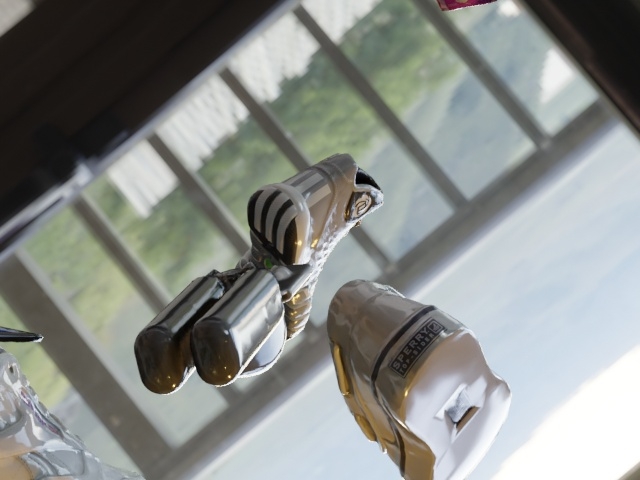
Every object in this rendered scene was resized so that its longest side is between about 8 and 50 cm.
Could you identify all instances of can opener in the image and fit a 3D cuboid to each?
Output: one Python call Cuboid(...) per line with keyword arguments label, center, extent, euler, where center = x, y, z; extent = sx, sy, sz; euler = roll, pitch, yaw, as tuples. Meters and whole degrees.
Cuboid(label="can opener", center=(-0.058, 0.071, 1.137), extent=(0.076, 0.095, 0.283), euler=(-9, -170, 11))

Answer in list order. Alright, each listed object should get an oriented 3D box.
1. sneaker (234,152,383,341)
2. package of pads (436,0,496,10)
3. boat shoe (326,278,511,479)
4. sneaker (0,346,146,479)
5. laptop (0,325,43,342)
Cuboid(label="sneaker", center=(0.000, 0.000, 1.421), extent=(0.132, 0.086, 0.229), euler=(-36, 163, -24))
Cuboid(label="package of pads", center=(0.116, -0.197, 1.140), extent=(0.050, 0.032, 0.083), euler=(-6, -147, 35))
Cuboid(label="boat shoe", center=(0.059, 0.101, 1.074), extent=(0.096, 0.088, 0.267), euler=(-50, 156, -7))
Cuboid(label="sneaker", center=(-0.214, 0.140, 1.123), extent=(0.114, 0.152, 0.305), euler=(-4, 164, 31))
Cuboid(label="laptop", center=(-0.323, -0.030, 0.915), extent=(0.136, 0.264, 0.234), euler=(-32, 162, 24))
